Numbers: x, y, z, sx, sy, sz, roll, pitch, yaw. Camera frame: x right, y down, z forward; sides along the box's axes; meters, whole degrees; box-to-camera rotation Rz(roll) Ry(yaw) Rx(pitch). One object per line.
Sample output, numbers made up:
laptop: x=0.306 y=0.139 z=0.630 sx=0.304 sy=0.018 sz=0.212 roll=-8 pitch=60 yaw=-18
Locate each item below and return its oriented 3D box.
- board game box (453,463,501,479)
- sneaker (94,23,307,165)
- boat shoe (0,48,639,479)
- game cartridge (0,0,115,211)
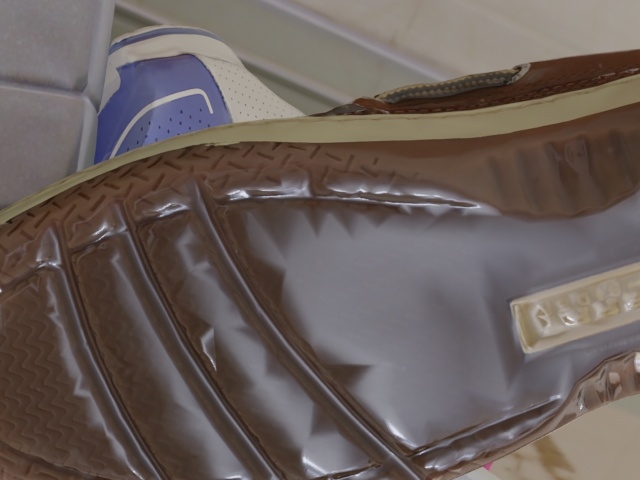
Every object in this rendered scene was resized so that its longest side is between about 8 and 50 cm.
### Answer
board game box: x=0.103 y=0.273 z=0.785 sx=0.050 sy=0.390 sz=0.390 roll=-54 pitch=180 yaw=-43
sneaker: x=0.000 y=0.000 z=0.795 sx=0.182 sy=0.315 sz=0.127 roll=34 pitch=-84 yaw=27
boat shoe: x=0.032 y=0.003 z=0.372 sx=0.095 sy=0.257 sz=0.095 roll=-95 pitch=176 yaw=-73
game cartridge: x=-0.224 y=-0.125 z=0.384 sx=0.068 sy=0.355 sz=0.230 roll=176 pitch=-78 yaw=-85
